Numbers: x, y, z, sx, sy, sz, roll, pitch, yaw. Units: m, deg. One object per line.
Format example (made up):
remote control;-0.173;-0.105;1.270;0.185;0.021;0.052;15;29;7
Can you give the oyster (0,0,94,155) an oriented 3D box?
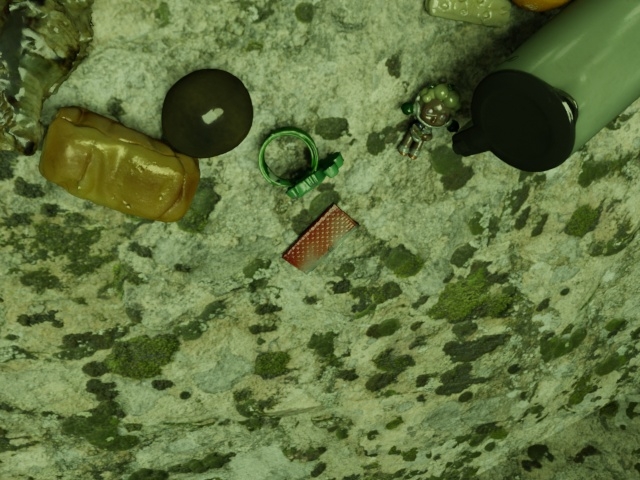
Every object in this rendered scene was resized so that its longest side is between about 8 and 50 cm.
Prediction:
oyster;-0.526;-0.321;0.892;0.198;0.133;0.336;19;105;-8

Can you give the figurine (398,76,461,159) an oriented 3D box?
figurine;0.246;-0.274;1.171;0.147;0.093;0.197;17;116;-13

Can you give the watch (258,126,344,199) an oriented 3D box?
watch;-0.051;-0.187;1.139;0.165;0.131;0.152;-35;106;12

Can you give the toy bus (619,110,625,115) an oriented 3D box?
toy bus;0.738;-0.387;1.257;0.077;0.079;0.174;-1;122;-27

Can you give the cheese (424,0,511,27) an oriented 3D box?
cheese;0.314;-0.496;1.082;0.194;0.043;0.064;3;121;-17

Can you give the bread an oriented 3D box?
bread;-0.401;-0.152;1.039;0.295;0.132;0.166;20;120;-28

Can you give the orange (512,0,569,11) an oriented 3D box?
orange;0.458;-0.554;1.026;0.178;0.155;0.177;-7;111;-18

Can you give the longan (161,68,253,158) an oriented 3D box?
longan;-0.224;-0.248;1.012;0.187;0.167;0.167;-34;125;17

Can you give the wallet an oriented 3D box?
wallet;0.000;0.000;1.314;0.196;0.020;0.103;-44;123;12

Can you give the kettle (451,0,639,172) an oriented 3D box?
kettle;0.479;-0.323;1.071;0.377;0.361;0.250;-40;105;-20
